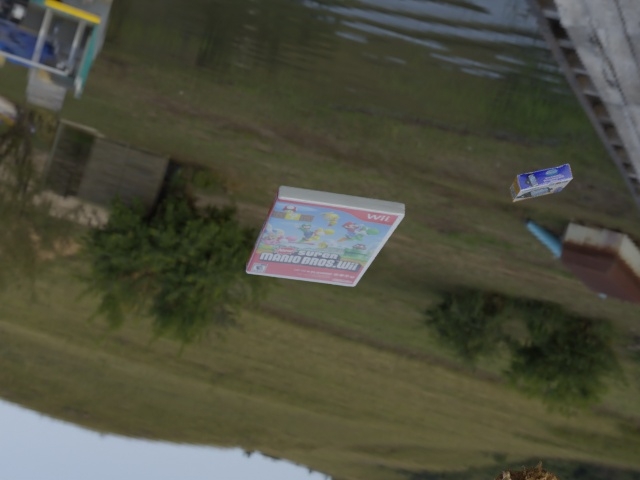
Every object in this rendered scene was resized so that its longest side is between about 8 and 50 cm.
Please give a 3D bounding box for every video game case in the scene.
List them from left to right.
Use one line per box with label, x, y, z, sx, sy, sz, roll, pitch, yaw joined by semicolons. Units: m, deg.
video game case;0.000;0.000;1.560;0.204;0.025;0.285;8;152;-12

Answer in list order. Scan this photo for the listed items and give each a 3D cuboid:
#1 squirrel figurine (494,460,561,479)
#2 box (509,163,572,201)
squirrel figurine;0.443;0.572;1.624;0.397;0.281;0.370;34;-159;12
box;0.344;-0.090;1.460;0.081;0.028;0.136;-13;174;5
